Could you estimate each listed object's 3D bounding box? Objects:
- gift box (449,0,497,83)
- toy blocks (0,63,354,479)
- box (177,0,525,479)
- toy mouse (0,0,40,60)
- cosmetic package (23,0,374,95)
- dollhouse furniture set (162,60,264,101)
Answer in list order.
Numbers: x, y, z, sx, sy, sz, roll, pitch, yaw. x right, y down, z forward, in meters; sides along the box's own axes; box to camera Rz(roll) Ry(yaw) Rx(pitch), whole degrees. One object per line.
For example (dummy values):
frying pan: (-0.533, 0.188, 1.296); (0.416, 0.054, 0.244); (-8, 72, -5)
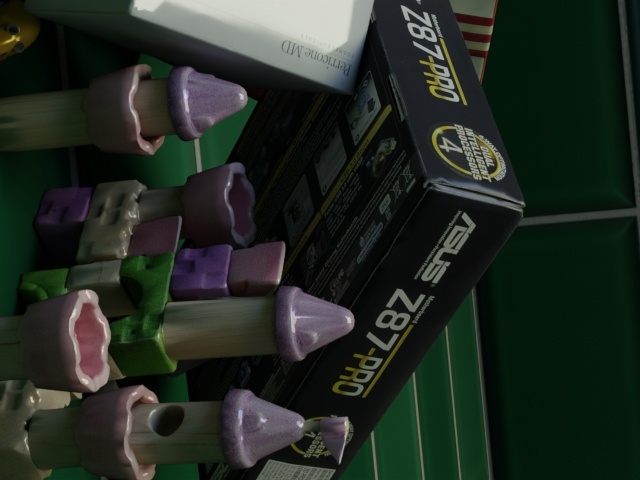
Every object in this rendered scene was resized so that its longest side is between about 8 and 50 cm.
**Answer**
gift box: (0.087, -0.299, 2.135); (0.255, 0.258, 0.276); (-76, 177, -57)
toy blocks: (-0.093, 0.062, 1.240); (0.309, 0.260, 0.288); (71, 19, -45)
box: (0.000, 0.000, 1.404); (0.395, 0.097, 0.318); (-60, -149, 34)
toy mouse: (-0.235, -0.197, 1.229); (0.161, 0.031, 0.143); (-68, 150, -62)
cosmetic package: (-0.070, -0.242, 1.269); (0.224, 0.138, 0.225); (15, 88, -44)
dollhouse furniture set: (-0.040, -0.339, 1.517); (0.374, 0.152, 0.201); (-59, 152, -18)
